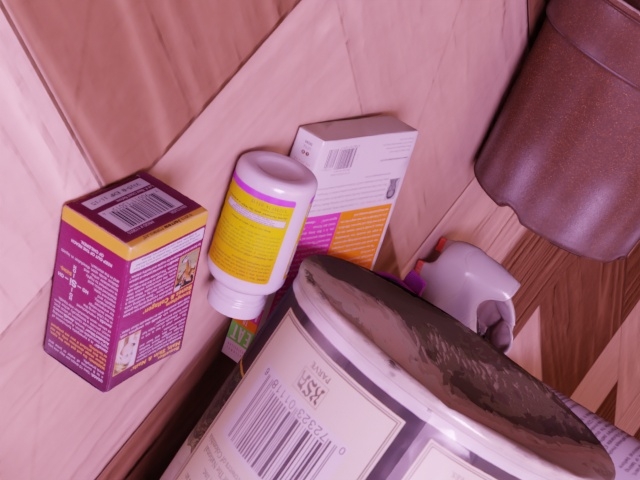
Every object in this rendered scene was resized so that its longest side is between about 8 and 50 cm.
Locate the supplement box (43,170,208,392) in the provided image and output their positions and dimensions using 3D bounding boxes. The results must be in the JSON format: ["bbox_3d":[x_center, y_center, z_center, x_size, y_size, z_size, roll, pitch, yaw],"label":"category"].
[{"bbox_3d":[-0.090,0.019,0.649,0.055,0.043,0.083,-29,142,-49],"label":"supplement box"}]

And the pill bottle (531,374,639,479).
[{"bbox_3d":[0.240,0.245,1.262,0.160,0.283,0.160,-44,152,-31],"label":"pill bottle"}]

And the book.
[{"bbox_3d":[0.000,0.000,0.819,0.096,0.035,0.144,-12,129,-54],"label":"book"}]

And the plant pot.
[{"bbox_3d":[0.198,-0.085,0.962,0.167,0.167,0.165,-15,138,-58],"label":"plant pot"}]

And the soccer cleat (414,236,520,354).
[{"bbox_3d":[0.107,0.077,1.061,0.068,0.076,0.196,-45,153,-29],"label":"soccer cleat"}]

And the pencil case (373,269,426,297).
[{"bbox_3d":[0.038,0.089,0.956,0.070,0.064,0.152,-29,146,-22],"label":"pencil case"}]

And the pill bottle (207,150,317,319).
[{"bbox_3d":[-0.033,-0.001,0.735,0.043,0.043,0.083,-20,136,-55],"label":"pill bottle"}]

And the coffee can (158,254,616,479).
[{"bbox_3d":[0.000,0.176,0.772,0.275,0.201,0.201,-56,157,11],"label":"coffee can"}]
